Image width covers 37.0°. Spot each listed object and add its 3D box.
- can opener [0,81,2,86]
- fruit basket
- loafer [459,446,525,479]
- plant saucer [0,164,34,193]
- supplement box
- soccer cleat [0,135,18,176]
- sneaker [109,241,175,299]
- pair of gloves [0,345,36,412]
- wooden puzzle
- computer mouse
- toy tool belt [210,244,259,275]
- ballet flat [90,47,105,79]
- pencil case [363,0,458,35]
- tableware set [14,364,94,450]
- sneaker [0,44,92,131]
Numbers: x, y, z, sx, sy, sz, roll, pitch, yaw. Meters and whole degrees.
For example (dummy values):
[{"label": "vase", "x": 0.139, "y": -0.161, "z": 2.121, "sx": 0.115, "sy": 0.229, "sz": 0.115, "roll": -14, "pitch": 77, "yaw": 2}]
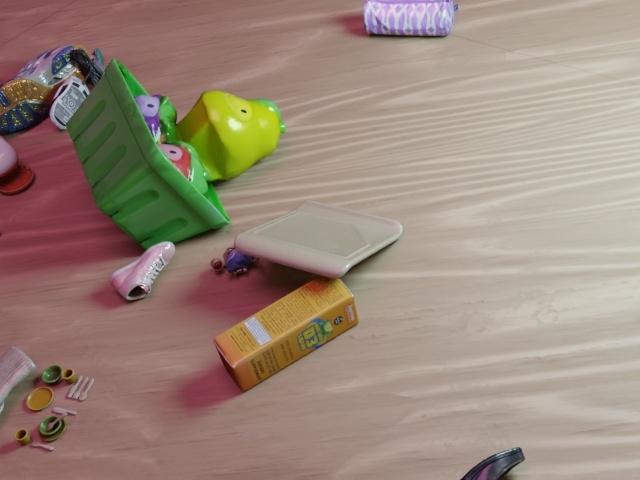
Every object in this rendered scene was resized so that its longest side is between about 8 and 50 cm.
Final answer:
[{"label": "can opener", "x": -0.786, "y": -0.370, "z": 2.279, "sx": 0.059, "sy": 0.073, "sz": 0.186, "roll": -28, "pitch": 37, "yaw": -2}, {"label": "fruit basket", "x": -0.263, "y": -0.197, "z": 1.856, "sx": 0.392, "sy": 0.283, "sz": 0.392, "roll": -16, "pitch": 51, "yaw": 21}, {"label": "loafer", "x": 0.220, "y": 0.350, "z": 1.337, "sx": 0.170, "sy": 0.062, "sz": 0.061, "roll": -31, "pitch": 69, "yaw": -10}, {"label": "plant saucer", "x": -0.650, "y": -0.129, "z": 2.041, "sx": 0.084, "sy": 0.013, "sz": 0.083, "roll": -7, "pitch": 45, "yaw": 7}, {"label": "supplement box", "x": -0.054, "y": 0.148, "z": 1.579, "sx": 0.233, "sy": 0.078, "sz": 0.080, "roll": -32, "pitch": 48, "yaw": -15}, {"label": "soccer cleat", "x": -0.788, "y": -0.232, "z": 2.079, "sx": 0.331, "sy": 0.143, "sz": 0.116, "roll": 26, "pitch": 60, "yaw": 36}, {"label": "sneaker", "x": -0.313, "y": 0.061, "z": 1.748, "sx": 0.134, "sy": 0.051, "sz": 0.070, "roll": -33, "pitch": 50, "yaw": -13}, {"label": "pair of gloves", "x": -0.624, "y": 0.253, "z": 1.650, "sx": 0.240, "sy": 0.042, "sz": 0.204, "roll": 17, "pitch": 57, "yaw": 30}, {"label": "wooden puzzle", "x": 0.000, "y": 0.000, "z": 1.688, "sx": 0.221, "sy": 0.044, "sz": 0.239, "roll": 14, "pitch": 26, "yaw": 27}, {"label": "computer mouse", "x": -0.562, "y": -0.333, "z": 2.168, "sx": 0.042, "sy": 0.106, "sz": 0.193, "roll": 0, "pitch": 52, "yaw": 40}, {"label": "toy tool belt", "x": -0.154, "y": 0.038, "z": 1.728, "sx": 0.083, "sy": 0.052, "sz": 0.051, "roll": -25, "pitch": 38, "yaw": -9}, {"label": "ballet flat", "x": -0.534, "y": -0.419, "z": 2.271, "sx": 0.041, "sy": 0.041, "sz": 0.114, "roll": -20, "pitch": 46, "yaw": -5}, {"label": "pencil case", "x": 0.197, "y": -0.501, "z": 2.129, "sx": 0.206, "sy": 0.088, "sz": 0.086, "roll": 3, "pitch": 46, "yaw": 18}, {"label": "tableware set", "x": -0.454, "y": 0.274, "z": 1.597, "sx": 0.104, "sy": 0.024, "sz": 0.154, "roll": 8, "pitch": 50, "yaw": 22}, {"label": "sneaker", "x": -0.666, "y": -0.349, "z": 2.213, "sx": 0.296, "sy": 0.111, "sz": 0.131, "roll": -39, "pitch": 33, "yaw": -25}]
